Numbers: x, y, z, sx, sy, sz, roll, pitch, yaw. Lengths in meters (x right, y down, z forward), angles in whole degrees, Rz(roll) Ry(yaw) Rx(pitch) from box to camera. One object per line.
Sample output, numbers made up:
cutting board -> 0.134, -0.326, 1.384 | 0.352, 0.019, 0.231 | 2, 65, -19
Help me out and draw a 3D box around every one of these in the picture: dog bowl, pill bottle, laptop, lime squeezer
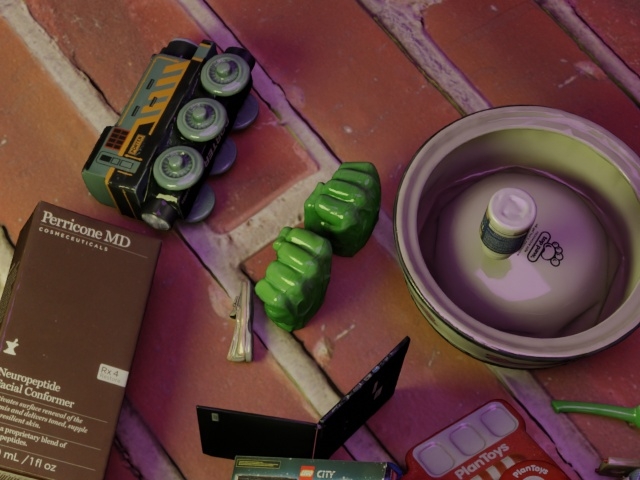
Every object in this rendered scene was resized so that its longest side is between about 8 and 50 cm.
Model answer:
dog bowl -> 0.303, 0.009, 1.948 | 0.408, 0.150, 0.407 | 1, 65, -3
pill bottle -> 0.255, -0.019, 1.810 | 0.067, 0.120, 0.067 | 1, 65, -3
laptop -> -0.023, 0.216, 1.788 | 0.136, 0.234, 0.264 | 43, 71, 14
lime squeezer -> 0.501, 0.222, 1.924 | 0.310, 0.058, 0.110 | -23, 39, -11

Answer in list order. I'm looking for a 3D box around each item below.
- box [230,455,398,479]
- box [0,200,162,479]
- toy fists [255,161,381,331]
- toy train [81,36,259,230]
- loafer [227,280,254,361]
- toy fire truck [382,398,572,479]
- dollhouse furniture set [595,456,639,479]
box -> -0.021, 0.375, 1.763 | 0.233, 0.044, 0.159 | -2, 61, 27
box -> -0.361, 0.159, 1.824 | 0.191, 0.143, 0.381 | 18, 63, -17
toy fists -> 0.000, 0.000, 1.939 | 0.096, 0.142, 0.279 | 33, 67, 11
toy train -> -0.224, -0.171, 2.015 | 0.190, 0.142, 0.333 | 17, 65, 15
loafer -> -0.119, 0.118, 1.934 | 0.039, 0.045, 0.125 | -3, 68, 3
toy fire truck -> 0.195, 0.368, 1.790 | 0.302, 0.169, 0.254 | -29, 45, -14
dollhouse furniture set -> 0.455, 0.351, 1.780 | 0.129, 0.183, 0.129 | 5, 65, 0
